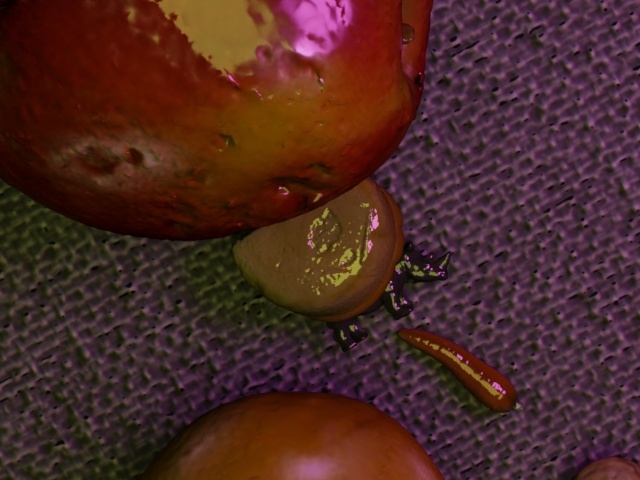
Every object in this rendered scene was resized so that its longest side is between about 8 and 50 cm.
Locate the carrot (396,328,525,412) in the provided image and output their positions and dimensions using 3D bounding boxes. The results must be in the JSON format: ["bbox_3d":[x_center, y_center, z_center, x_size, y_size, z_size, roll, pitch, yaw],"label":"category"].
[{"bbox_3d":[0.136,0.122,1.393,0.142,0.035,0.035,36,96,1],"label":"carrot"}]

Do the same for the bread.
[{"bbox_3d":[0.003,0.010,1.335,0.156,0.086,0.125,-34,75,9],"label":"bread"}]

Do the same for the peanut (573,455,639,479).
[{"bbox_3d":[0.316,0.298,1.394,0.099,0.099,0.214,-37,92,5],"label":"peanut"}]

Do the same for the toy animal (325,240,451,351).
[{"bbox_3d":[0.064,0.044,1.372,0.136,0.047,0.065,-31,90,9],"label":"toy animal"}]

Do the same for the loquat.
[{"bbox_3d":[-0.029,0.300,1.261,0.328,0.359,0.328,0,110,-1],"label":"loquat"}]

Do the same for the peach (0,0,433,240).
[{"bbox_3d":[-0.121,-0.168,1.191,0.417,0.339,0.353,2,107,7],"label":"peach"}]
